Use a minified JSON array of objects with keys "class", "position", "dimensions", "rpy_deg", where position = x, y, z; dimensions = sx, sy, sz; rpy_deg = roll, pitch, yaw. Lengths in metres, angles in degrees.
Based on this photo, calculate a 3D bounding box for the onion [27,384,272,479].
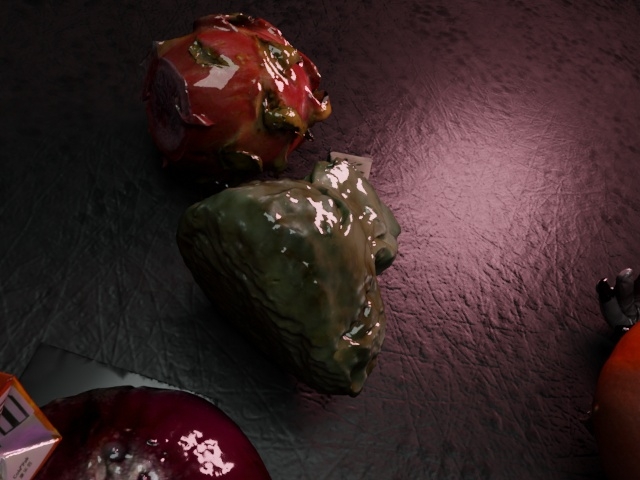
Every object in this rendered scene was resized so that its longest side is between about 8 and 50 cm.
[{"class":"onion","position":[-0.159,0.302,0.505],"dimensions":[0.261,0.281,0.336],"rpy_deg":[-7,49,-20]}]

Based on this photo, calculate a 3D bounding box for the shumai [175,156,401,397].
[{"class":"shumai","position":[0.000,0.000,0.715],"dimensions":[0.292,0.329,0.288],"rpy_deg":[30,62,35]}]

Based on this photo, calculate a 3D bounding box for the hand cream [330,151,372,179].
[{"class":"hand cream","position":[0.048,-0.073,0.950],"dimensions":[0.080,0.050,0.233],"rpy_deg":[10,49,-5]}]

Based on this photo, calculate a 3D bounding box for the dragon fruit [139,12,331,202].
[{"class":"dragon fruit","position":[-0.118,-0.215,0.877],"dimensions":[0.291,0.250,0.269],"rpy_deg":[-13,67,-41]}]

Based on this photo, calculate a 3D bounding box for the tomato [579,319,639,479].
[{"class":"tomato","position":[0.546,0.238,0.725],"dimensions":[0.342,0.273,0.341],"rpy_deg":[5,78,-24]}]

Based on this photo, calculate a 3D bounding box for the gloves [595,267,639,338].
[{"class":"gloves","position":[0.579,0.147,0.918],"dimensions":[0.286,0.119,0.142],"rpy_deg":[37,54,-8]}]

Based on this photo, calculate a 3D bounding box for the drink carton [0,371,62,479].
[{"class":"drink carton","position":[-0.324,0.130,0.416],"dimensions":[0.223,0.096,0.071],"rpy_deg":[10,44,17]}]

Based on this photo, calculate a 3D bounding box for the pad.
[{"class":"pad","position":[-0.270,0.238,0.673],"dimensions":[0.246,0.006,0.170],"rpy_deg":[19,54,-3]}]
